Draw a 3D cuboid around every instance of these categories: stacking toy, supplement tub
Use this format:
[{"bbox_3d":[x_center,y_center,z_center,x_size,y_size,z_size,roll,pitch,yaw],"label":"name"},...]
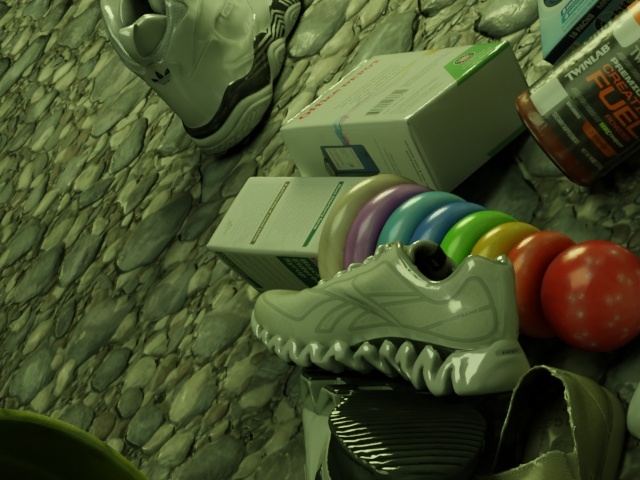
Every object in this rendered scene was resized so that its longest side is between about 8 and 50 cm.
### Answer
[{"bbox_3d":[0.147,0.032,1.473,0.330,0.141,0.141,15,66,51],"label":"stacking toy"},{"bbox_3d":[0.275,-0.144,1.514,0.198,0.106,0.106,-40,30,15],"label":"supplement tub"}]

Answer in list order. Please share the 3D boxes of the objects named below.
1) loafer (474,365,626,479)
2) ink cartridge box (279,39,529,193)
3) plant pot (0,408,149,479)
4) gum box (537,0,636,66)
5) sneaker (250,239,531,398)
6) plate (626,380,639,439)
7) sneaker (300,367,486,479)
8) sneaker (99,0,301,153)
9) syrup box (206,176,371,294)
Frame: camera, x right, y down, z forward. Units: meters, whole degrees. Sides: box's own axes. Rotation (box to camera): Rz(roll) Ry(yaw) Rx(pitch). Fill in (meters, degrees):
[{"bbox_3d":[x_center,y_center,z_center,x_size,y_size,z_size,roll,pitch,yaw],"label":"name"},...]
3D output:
[{"bbox_3d":[0.156,0.204,1.268,0.102,0.092,0.268,-24,37,37],"label":"loafer"},{"bbox_3d":[0.085,-0.117,1.710,0.154,0.093,0.212,-40,24,-29],"label":"ink cartridge box"},{"bbox_3d":[-0.338,0.380,1.508,0.353,0.366,0.366,-35,29,44],"label":"plant pot"},{"bbox_3d":[0.276,-0.274,1.696,0.157,0.041,0.184,-49,24,35],"label":"gum box"},{"bbox_3d":[0.056,0.055,1.430,0.292,0.110,0.118,5,99,46],"label":"sneaker"},{"bbox_3d":[0.351,0.044,1.204,0.278,0.045,0.277,22,81,58],"label":"plate"},{"bbox_3d":[0.052,0.190,1.360,0.330,0.122,0.146,-145,57,-82],"label":"sneaker"},{"bbox_3d":[-0.145,-0.293,2.150,0.137,0.210,0.366,-27,35,33],"label":"sneaker"},{"bbox_3d":[0.000,0.000,1.721,0.237,0.093,0.096,4,59,55],"label":"syrup box"}]
